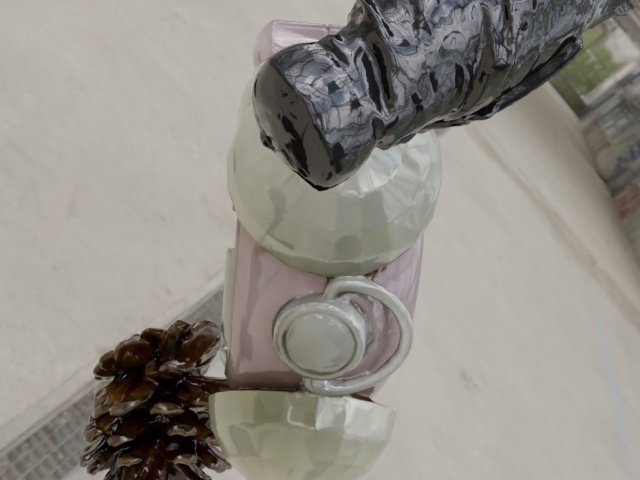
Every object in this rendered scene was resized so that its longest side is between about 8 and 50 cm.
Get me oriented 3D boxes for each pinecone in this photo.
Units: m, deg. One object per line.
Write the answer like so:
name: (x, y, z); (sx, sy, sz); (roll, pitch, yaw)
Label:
pinecone: (-0.150, 0.170, 0.866); (0.149, 0.195, 0.179); (15, -25, 4)

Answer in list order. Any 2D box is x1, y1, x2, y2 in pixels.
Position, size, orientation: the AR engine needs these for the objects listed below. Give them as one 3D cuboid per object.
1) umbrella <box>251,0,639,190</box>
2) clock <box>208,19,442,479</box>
umbrella: (0.109, -0.143, 0.425); (0.106, 0.357, 0.113); (36, -27, 40)
clock: (0.000, 0.000, 0.734); (0.326, 0.183, 0.342); (-83, 175, -63)
